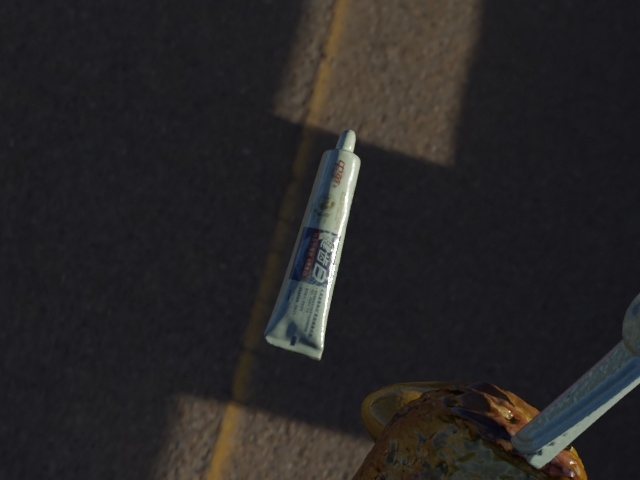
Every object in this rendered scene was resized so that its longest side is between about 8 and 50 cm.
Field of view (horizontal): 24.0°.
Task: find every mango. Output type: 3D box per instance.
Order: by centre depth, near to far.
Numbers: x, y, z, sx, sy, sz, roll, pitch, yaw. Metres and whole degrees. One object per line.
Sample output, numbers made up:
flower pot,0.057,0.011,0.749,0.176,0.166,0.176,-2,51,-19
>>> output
mango,0.148,0.201,1.530,0.253,0.113,0.138,19,19,-25

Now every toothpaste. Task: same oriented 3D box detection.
toothpaste,0.000,0.000,1.487,0.060,0.038,0.233,16,78,-6

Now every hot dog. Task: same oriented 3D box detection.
hot dog,0.116,0.237,1.347,0.175,0.259,0.114,34,28,-8

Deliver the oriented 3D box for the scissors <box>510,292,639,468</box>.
scissors,0.215,0.050,0.916,0.030,0.256,0.125,35,20,-33
